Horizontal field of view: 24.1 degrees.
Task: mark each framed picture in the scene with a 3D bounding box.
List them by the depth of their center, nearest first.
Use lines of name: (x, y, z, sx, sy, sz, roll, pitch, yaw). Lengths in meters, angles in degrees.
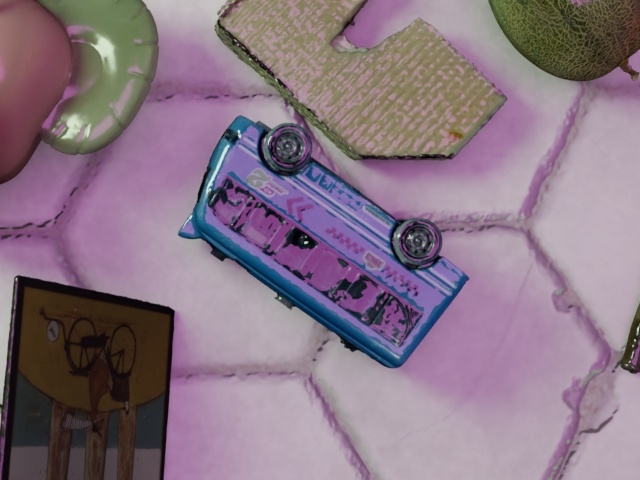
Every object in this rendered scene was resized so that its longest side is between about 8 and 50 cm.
framed picture: (-0.191, 0.202, 1.215, 0.013, 0.244, 0.324, -1, 82, 24)

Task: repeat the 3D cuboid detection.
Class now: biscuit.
biscuit: (0.037, -0.164, 1.370, 0.250, 0.046, 0.147, 42, 79, -1)

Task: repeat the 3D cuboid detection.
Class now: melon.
melon: (0.227, -0.221, 1.356, 0.139, 0.139, 0.192, -38, 90, -10)

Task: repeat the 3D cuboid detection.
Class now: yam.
yam: (0.323, 0.012, 1.400, 0.027, 0.029, 0.234, 13, 81, 22)

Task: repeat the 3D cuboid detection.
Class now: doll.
doll: (-0.294, -0.146, 1.241, 0.284, 0.216, 0.268, 28, 75, -2)

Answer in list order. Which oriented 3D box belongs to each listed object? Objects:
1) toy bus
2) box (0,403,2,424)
toy bus: (0.000, 0.000, 1.315, 0.246, 0.113, 0.134, 35, 87, -5)
box: (-0.437, 0.162, 1.266, 0.353, 0.069, 0.214, 34, 81, -5)
